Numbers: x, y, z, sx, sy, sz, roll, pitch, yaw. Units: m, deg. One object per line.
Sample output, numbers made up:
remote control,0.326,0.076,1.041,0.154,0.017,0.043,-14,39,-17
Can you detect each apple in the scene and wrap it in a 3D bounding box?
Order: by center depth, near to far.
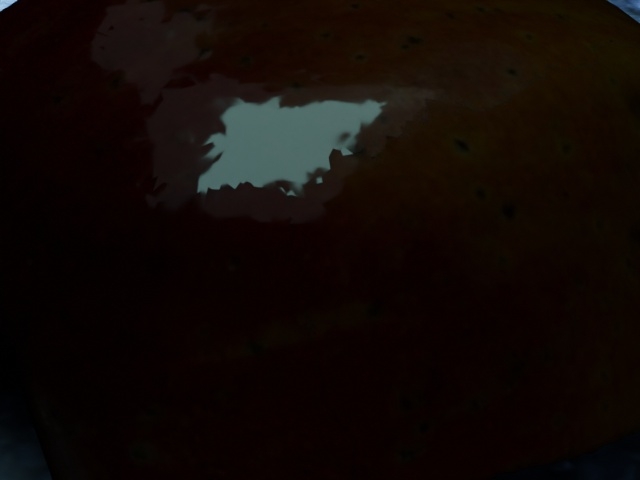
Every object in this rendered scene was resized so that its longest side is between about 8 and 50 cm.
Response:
apple,0.000,0.000,0.755,0.364,0.295,0.329,-10,62,-22
